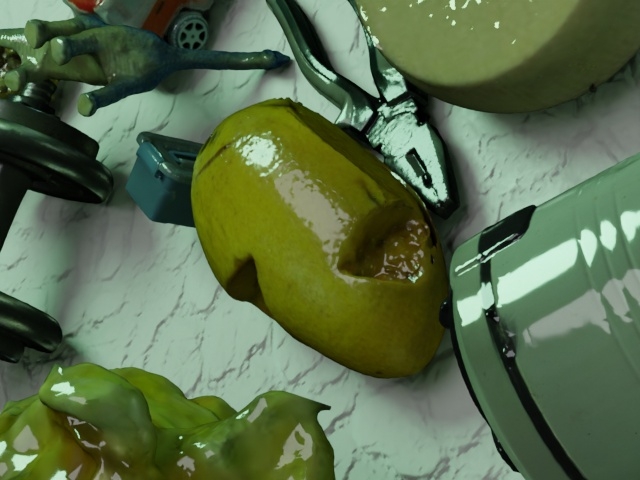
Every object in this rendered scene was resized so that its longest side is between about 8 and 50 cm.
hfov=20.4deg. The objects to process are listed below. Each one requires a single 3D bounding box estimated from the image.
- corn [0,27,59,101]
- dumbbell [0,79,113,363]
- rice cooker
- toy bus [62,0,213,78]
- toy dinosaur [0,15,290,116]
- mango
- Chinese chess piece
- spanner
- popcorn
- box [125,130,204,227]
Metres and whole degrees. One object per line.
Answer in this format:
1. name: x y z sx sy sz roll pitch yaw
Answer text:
1. corn: -0.348 -0.067 1.711 0.097 0.097 0.320 31 93 44
2. dumbbell: -0.294 -0.011 1.569 0.192 0.192 0.290 9 75 43
3. rice cooker: 0.206 0.059 1.096 0.244 0.226 0.226 -31 52 24
4. toy bus: -0.131 -0.280 1.606 0.121 0.120 0.265 33 92 46
5. toy dinosaur: -0.175 -0.164 1.554 0.247 0.188 0.075 13 110 43
6. mango: 0.000 0.000 1.352 0.262 0.130 0.167 39 118 39
7. Chinese chess piece: 0.142 -0.226 1.321 0.273 0.102 0.273 -7 80 42
8. spanner: 0.038 -0.130 1.446 0.095 0.040 0.325 -43 47 16
9. popcorn: -0.143 0.234 1.283 0.335 0.274 0.279 -59 17 -10
10. box: -0.113 -0.046 1.499 0.074 0.099 0.054 50 119 42
